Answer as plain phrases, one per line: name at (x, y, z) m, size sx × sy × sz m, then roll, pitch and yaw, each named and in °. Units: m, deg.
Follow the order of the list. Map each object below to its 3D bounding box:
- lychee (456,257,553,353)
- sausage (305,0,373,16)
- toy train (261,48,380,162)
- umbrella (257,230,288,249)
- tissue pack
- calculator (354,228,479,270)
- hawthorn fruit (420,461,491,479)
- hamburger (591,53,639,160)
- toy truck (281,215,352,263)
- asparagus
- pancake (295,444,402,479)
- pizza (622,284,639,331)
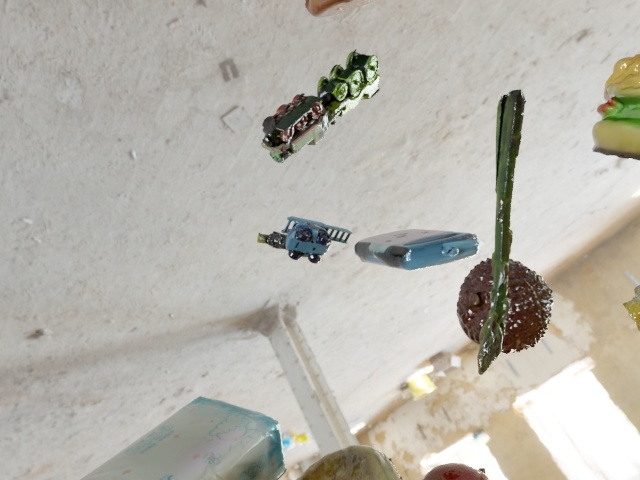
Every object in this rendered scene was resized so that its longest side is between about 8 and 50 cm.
lychee at (0.234, 0.083, 0.646) m, size 0.123 × 0.123 × 0.129 m, roll -45°, pitch 154°, yaw 25°
sausage at (0.097, -0.444, 0.805) m, size 0.094 × 0.097 × 0.348 m, roll 6°, pitch 175°, yaw -38°
toy train at (0.005, -0.199, 0.753) m, size 0.249 × 0.053 × 0.085 m, roll -45°, pitch 147°, yaw -30°
umbrella at (-0.060, 0.003, 1.057) m, size 0.144 × 0.037 × 0.040 m, roll 6°, pitch 127°, yaw 9°
tissue pack at (-0.208, 0.362, 0.772) m, size 0.202 × 0.124 × 0.271 m, roll 0°, pitch -164°, yaw 34°
calculator at (0.184, 0.015, 1.020) m, size 0.173 × 0.051 × 0.293 m, roll -11°, pitch -174°, yaw -19°
hawthorn fruit at (0.233, 0.460, 0.856) m, size 0.188 × 0.169 × 0.169 m, roll -32°, pitch 161°, yaw -48°
hamburger at (0.493, -0.182, 0.672) m, size 0.237 × 0.237 × 0.148 m, roll -9°, pitch 111°, yaw -33°
toy truck at (0.000, 0.000, 0.915) m, size 0.136 × 0.074 × 0.063 m, roll 13°, pitch 125°, yaw -25°
asparagus at (0.147, -0.007, 0.413) m, size 0.023 × 0.232 × 0.022 m, roll 5°, pitch 176°, yaw 16°
pancake at (0.016, 0.504, 0.791) m, size 0.065 × 0.356 × 0.356 m, roll 29°, pitch 121°, yaw -24°
pizza at (0.580, 0.071, 0.756) m, size 0.074 × 0.182 × 0.365 m, roll 35°, pitch 85°, yaw -46°
